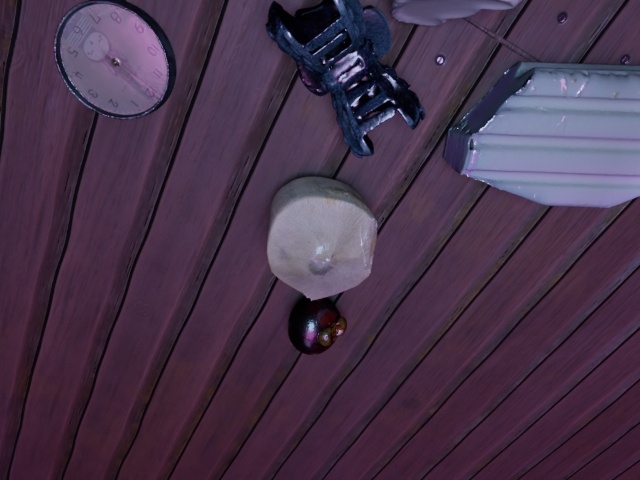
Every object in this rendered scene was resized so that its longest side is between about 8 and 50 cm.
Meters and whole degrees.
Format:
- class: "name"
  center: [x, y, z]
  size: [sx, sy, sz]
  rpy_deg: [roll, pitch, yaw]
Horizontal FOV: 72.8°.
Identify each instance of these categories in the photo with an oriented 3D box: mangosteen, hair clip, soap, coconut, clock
- class: "mangosteen"
  center: [-0.006, 0.213, 1.089]
  size: [0.152, 0.152, 0.152]
  rpy_deg: [-1, 120, -2]
- class: "hair clip"
  center: [0.044, -0.305, 0.762]
  size: [0.194, 0.206, 0.310]
  rpy_deg: [-27, 122, 19]
- class: "soap"
  center: [0.491, -0.209, 0.861]
  size: [0.446, 0.156, 0.261]
  rpy_deg: [0, 121, -3]
- class: "coconut"
  center: [0.000, 0.000, 0.911]
  size: [0.244, 0.247, 0.245]
  rpy_deg: [-2, 120, -3]
- class: "clock"
  center: [-0.386, -0.336, 0.819]
  size: [0.214, 0.042, 0.215]
  rpy_deg: [-1, 120, -2]

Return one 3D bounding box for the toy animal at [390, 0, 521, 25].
- class: "toy animal"
  center: [0.193, -0.488, 0.654]
  size: [0.206, 0.271, 0.265]
  rpy_deg: [-8, 110, -27]
